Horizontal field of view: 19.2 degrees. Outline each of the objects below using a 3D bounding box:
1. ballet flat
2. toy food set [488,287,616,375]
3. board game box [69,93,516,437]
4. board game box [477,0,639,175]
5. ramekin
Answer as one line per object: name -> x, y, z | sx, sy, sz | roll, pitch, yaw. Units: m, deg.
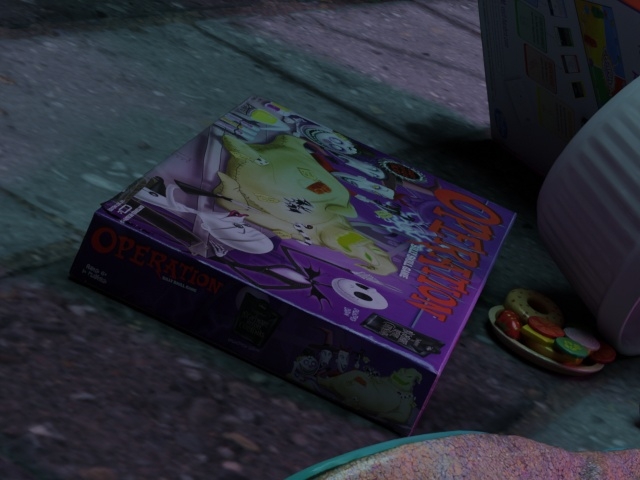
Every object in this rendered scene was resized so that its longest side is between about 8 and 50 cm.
ballet flat -> 0.094, 0.141, 0.807 | 0.316, 0.107, 0.106 | 0, 37, -46
toy food set -> 0.146, 0.060, 1.205 | 0.083, 0.020, 0.083 | 30, 20, 19
board game box -> 0.000, 0.000, 1.165 | 0.208, 0.056, 0.347 | 29, 19, 3
board game box -> 0.247, -0.112, 1.469 | 0.064, 0.242, 0.316 | -32, 47, -21
ramekin -> 0.239, -0.032, 1.243 | 0.109, 0.207, 0.207 | 50, 29, 22
